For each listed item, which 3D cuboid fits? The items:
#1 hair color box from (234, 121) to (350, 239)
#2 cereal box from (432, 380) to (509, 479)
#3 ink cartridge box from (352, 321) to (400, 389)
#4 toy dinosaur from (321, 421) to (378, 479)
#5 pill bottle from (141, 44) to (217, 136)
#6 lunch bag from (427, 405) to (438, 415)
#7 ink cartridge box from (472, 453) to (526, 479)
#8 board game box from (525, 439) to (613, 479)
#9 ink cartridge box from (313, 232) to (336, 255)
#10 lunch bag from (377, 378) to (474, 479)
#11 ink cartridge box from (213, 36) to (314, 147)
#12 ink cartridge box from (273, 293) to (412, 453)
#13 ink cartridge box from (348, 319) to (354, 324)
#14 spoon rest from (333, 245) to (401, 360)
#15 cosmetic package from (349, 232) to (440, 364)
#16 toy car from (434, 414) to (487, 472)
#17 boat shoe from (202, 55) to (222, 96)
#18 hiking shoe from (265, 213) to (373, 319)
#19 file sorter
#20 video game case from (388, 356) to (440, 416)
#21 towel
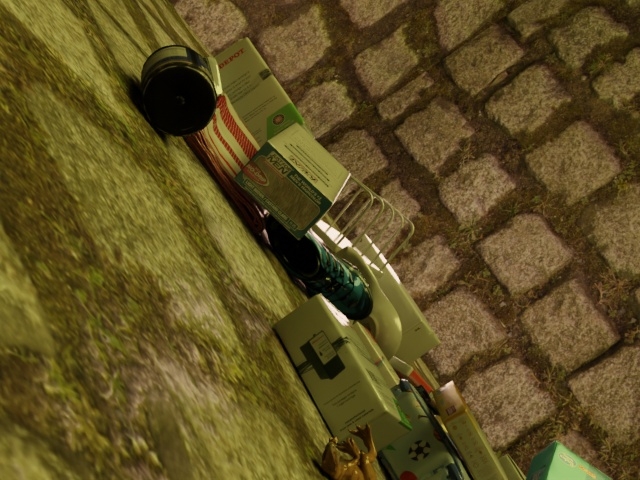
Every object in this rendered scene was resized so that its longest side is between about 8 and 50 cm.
[{"bbox_3d":[-0.048,-0.131,1.747,0.174,0.105,0.347,43,14,-4],"label":"hair color box"},{"bbox_3d":[0.261,0.357,1.376,0.240,0.047,0.173,60,4,-5],"label":"cereal box"},{"bbox_3d":[0.110,0.266,1.698,0.198,0.067,0.115,57,4,19],"label":"ink cartridge box"},{"bbox_3d":[0.054,0.297,1.061,0.211,0.064,0.112,41,30,-34],"label":"toy dinosaur"},{"bbox_3d":[-0.244,-0.265,1.464,0.122,0.123,0.219,53,5,-25],"label":"pill bottle"},{"bbox_3d":[0.230,0.411,1.936,0.067,0.065,0.098,34,-12,42],"label":"lunch bag"},{"bbox_3d":[0.408,0.590,1.928,0.212,0.154,0.093,50,7,-46],"label":"ink cartridge box"},{"bbox_3d":[0.432,0.536,1.410,0.254,0.079,0.336,35,44,2],"label":"board game box"},{"bbox_3d":[0.000,0.000,2.326,0.385,0.091,0.308,56,4,-8],"label":"ink cartridge box"},{"bbox_3d":[0.188,0.384,1.418,0.243,0.115,0.303,55,5,-34],"label":"lunch bag"},{"bbox_3d":[-0.173,-0.309,2.036,0.272,0.198,0.115,57,5,18],"label":"ink cartridge box"},{"bbox_3d":[0.034,0.199,1.259,0.208,0.087,0.153,59,6,29],"label":"ink cartridge box"},{"bbox_3d":[0.091,0.158,2.081,0.158,0.092,0.218,51,6,-5],"label":"ink cartridge box"},{"bbox_3d":[0.104,0.146,1.892,0.084,0.137,0.276,13,51,-46],"label":"spoon rest"},{"bbox_3d":[0.185,0.178,2.556,0.365,0.155,0.197,60,6,36],"label":"cosmetic package"},{"bbox_3d":[0.231,0.419,1.754,0.189,0.148,0.155,27,-8,17],"label":"toy car"},{"bbox_3d":[-0.259,-0.311,1.939,0.080,0.076,0.228,144,-62,-64],"label":"boat shoe"},{"bbox_3d":[-0.008,0.068,1.765,0.304,0.113,0.132,44,15,-14],"label":"hiking shoe"},{"bbox_3d":[0.090,-0.055,2.232,0.193,0.173,0.278,43,7,33],"label":"file sorter"},{"bbox_3d":[0.210,0.334,1.949,0.285,0.025,0.204,47,-13,-34],"label":"video game case"},{"bbox_3d":[-0.166,-0.171,1.767,0.237,0.037,0.329,55,16,-17],"label":"towel"}]
